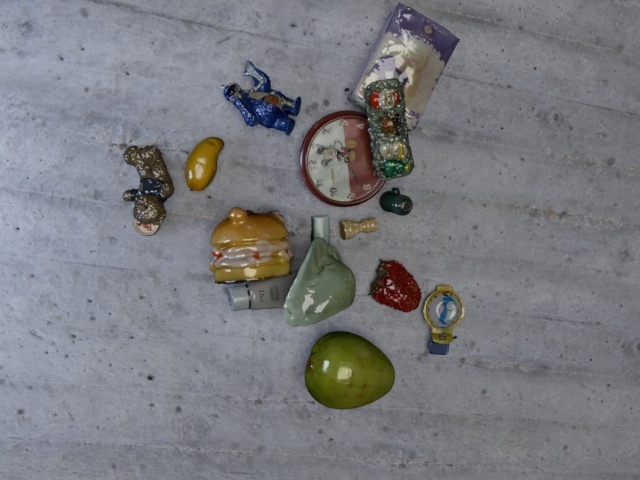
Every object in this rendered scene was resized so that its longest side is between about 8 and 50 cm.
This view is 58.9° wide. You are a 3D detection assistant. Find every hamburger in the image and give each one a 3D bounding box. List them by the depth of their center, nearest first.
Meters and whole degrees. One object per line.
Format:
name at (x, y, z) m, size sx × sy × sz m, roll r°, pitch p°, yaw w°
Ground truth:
hamburger at (-0.219, 0.013, 1.769) m, size 0.276 × 0.276 × 0.237 m, roll -7°, pitch 90°, yaw -9°

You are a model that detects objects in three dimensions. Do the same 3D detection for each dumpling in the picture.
dumpling at (0.014, 0.149, 1.806) m, size 0.211 × 0.320 × 0.270 m, roll 27°, pitch 98°, yaw -3°

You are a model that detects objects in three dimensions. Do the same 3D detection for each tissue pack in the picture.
tissue pack at (0.268, -0.552, 1.847) m, size 0.242 × 0.125 × 0.344 m, roll 26°, pitch 94°, yaw -14°

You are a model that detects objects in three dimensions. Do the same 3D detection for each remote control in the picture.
remote control at (0.000, 0.000, 1.918) m, size 0.065 × 0.029 × 0.166 m, roll -2°, pitch 98°, yaw -11°

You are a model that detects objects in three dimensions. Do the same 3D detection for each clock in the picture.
clock at (0.085, -0.268, 1.873) m, size 0.318 × 0.080 × 0.319 m, roll -3°, pitch 105°, yaw -13°

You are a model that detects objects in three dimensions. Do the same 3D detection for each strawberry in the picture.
strawberry at (0.279, 0.163, 1.961) m, size 0.208 × 0.087 × 0.167 m, roll 19°, pitch 92°, yaw -14°

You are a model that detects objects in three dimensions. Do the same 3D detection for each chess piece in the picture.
chess piece at (-0.552, -0.056, 1.806) m, size 0.083 × 0.038 × 0.084 m, roll -2°, pitch 97°, yaw -12°
chess piece at (0.130, -0.043, 1.923) m, size 0.122 × 0.066 × 0.066 m, roll -9°, pitch 99°, yaw -15°

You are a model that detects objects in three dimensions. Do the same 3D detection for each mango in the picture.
mango at (-0.372, -0.244, 1.796) m, size 0.098 × 0.075 × 0.190 m, roll 23°, pitch 89°, yaw -28°

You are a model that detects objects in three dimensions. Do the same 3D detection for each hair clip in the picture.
hair clip at (0.217, -0.339, 1.777) m, size 0.138 × 0.091 × 0.322 m, roll -11°, pitch 110°, yaw 4°

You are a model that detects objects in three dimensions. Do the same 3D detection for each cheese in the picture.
cheese at (0.437, 0.285, 2.016) m, size 0.156 × 0.064 × 0.250 m, roll 4°, pitch 94°, yaw -9°

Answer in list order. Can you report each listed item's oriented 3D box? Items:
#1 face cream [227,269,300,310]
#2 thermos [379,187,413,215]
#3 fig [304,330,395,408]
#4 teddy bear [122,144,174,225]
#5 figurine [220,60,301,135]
face cream at (-0.150, 0.173, 1.895) m, size 0.314 × 0.089 × 0.143 m, roll -8°, pitch 98°, yaw -21°
thermos at (0.256, -0.125, 1.867) m, size 0.073 × 0.187 × 0.083 m, roll 19°, pitch 95°, yaw -13°
fig at (0.105, 0.441, 1.887) m, size 0.326 × 0.258 × 0.258 m, roll 21°, pitch 93°, yaw -29°
teddy bear at (-0.519, -0.170, 1.754) m, size 0.129 × 0.181 × 0.252 m, roll 3°, pitch 85°, yaw -52°
figurine at (-0.188, -0.431, 1.792) m, size 0.262 × 0.121 × 0.164 m, roll 36°, pitch 83°, yaw 4°
